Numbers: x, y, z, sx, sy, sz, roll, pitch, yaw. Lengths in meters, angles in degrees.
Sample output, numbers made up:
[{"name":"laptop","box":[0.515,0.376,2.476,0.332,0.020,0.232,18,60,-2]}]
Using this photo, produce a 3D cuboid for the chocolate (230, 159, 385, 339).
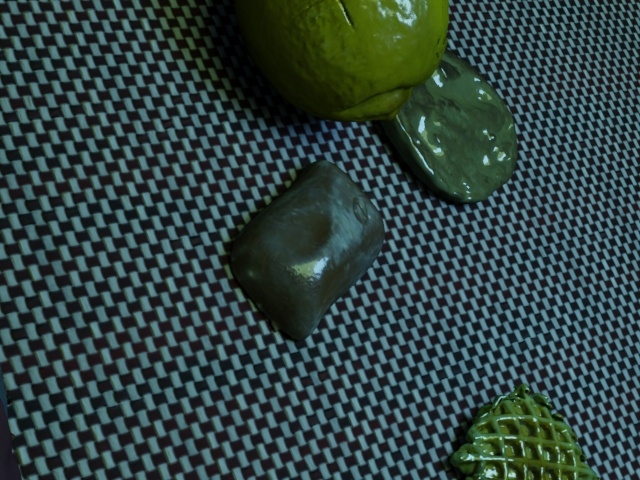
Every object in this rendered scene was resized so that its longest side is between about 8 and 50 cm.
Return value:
[{"name":"chocolate","box":[0.001,-0.001,1.760,0.161,0.083,0.261,47,44,-8]}]

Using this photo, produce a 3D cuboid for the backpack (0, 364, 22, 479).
[{"name":"backpack","box":[-0.373,0.233,1.197,0.283,0.197,0.317,-10,77,-46]}]

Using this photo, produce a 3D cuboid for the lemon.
[{"name":"lemon","box":[0.030,-0.305,1.828,0.297,0.297,0.297,22,52,-32]}]

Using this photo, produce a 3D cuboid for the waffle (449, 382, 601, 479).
[{"name":"waffle","box":[0.275,0.305,1.844,0.214,0.054,0.208,54,46,-6]}]

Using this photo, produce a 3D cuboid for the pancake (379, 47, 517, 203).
[{"name":"pancake","box":[0.178,-0.186,2.059,0.294,0.049,0.294,24,51,-35]}]
